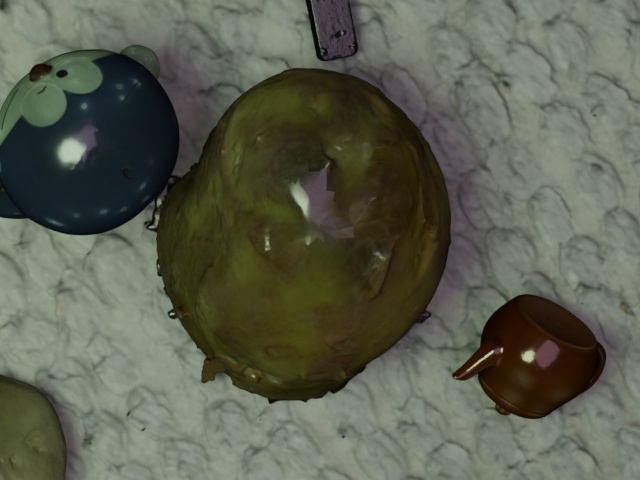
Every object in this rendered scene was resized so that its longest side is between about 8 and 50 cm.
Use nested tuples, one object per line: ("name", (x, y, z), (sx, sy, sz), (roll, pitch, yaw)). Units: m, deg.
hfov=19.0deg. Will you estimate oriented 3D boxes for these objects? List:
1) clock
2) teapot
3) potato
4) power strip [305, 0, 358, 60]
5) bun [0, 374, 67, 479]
("clock", (-0.203, -0.085, 1.620), (0.146, 0.243, 0.199), (44, 82, -11))
("teapot", (0.197, 0.118, 1.781), (0.173, 0.116, 0.116), (11, 90, -38))
("potato", (0.000, 0.000, 1.664), (0.301, 0.237, 0.288), (-34, 98, -8))
("power strip", (0.006, -0.222, 1.762), (0.038, 0.029, 0.111), (-11, 97, -11))
("bun", (-0.306, 0.200, 1.675), (0.167, 0.113, 0.173), (8, 88, -11))
